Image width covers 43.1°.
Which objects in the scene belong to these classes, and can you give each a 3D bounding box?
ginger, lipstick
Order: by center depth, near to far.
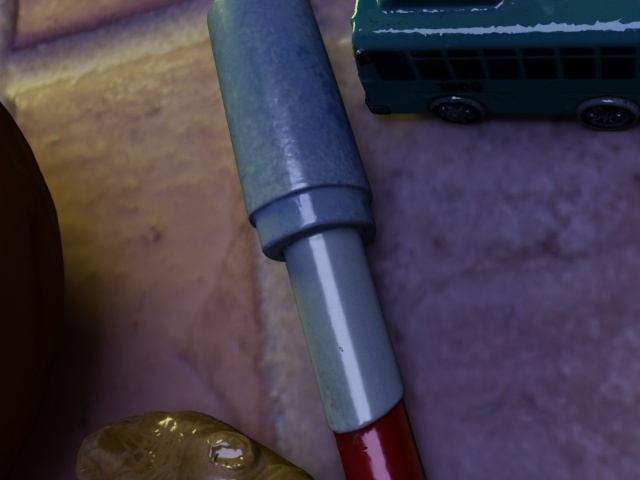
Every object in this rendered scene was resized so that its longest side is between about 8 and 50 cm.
[{"bbox_3d":[-0.022,0.142,0.357,0.205,0.115,0.081,17,59,47],"label":"ginger"},{"bbox_3d":[0.000,0.000,0.404,0.061,0.068,0.274,-24,71,26],"label":"lipstick"}]

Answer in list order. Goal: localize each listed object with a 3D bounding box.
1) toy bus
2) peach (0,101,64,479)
[{"bbox_3d":[0.093,-0.108,0.392,0.160,0.092,0.079,5,72,22],"label":"toy bus"},{"bbox_3d":[-0.307,0.021,0.379,0.343,0.301,0.342,-6,70,17],"label":"peach"}]
